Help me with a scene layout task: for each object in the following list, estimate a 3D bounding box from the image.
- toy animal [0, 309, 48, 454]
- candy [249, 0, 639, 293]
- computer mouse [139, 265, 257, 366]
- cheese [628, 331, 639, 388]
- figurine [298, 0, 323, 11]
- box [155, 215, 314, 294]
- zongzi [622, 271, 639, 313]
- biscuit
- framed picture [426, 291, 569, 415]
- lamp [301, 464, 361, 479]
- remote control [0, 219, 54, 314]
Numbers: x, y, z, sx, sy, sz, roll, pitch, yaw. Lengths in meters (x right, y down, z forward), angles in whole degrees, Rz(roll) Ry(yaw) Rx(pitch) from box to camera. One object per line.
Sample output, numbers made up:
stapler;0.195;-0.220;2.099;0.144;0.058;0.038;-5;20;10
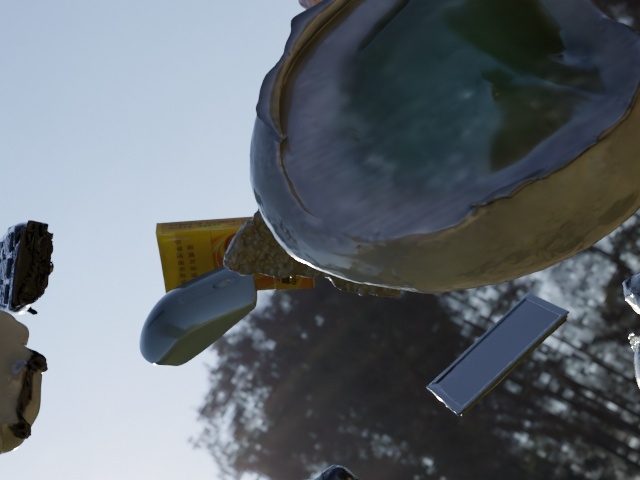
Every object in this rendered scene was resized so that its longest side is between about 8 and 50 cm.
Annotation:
toy animal;-0.443;0.187;1.501;0.156;0.204;0.208;-47;29;42
candy;0.130;-0.114;1.259;0.427;0.386;0.186;-32;-31;-16
computer mouse;-0.205;0.117;2.049;0.231;0.128;0.079;-39;-50;6
cheese;0.352;0.133;1.151;0.064;0.156;0.250;-47;-11;-9
figurine;-0.024;-0.427;1.598;0.200;0.133;0.276;-53;-48;-35
box;-0.148;0.026;2.209;0.043;0.269;0.152;-95;2;-50
zongzi;0.486;0.056;1.631;0.160;0.078;0.176;-39;7;5
biscuit;0.004;-0.002;1.655;0.032;0.250;0.133;-127;50;-69
framed picture;0.302;0.192;2.136;0.252;0.014;0.197;-42;13;-3
lamp;-0.051;0.357;1.489;0.250;0.101;0.101;-43;-18;6
remote control;-0.430;0.040;1.796;0.399;0.062;0.144;171;106;-72
